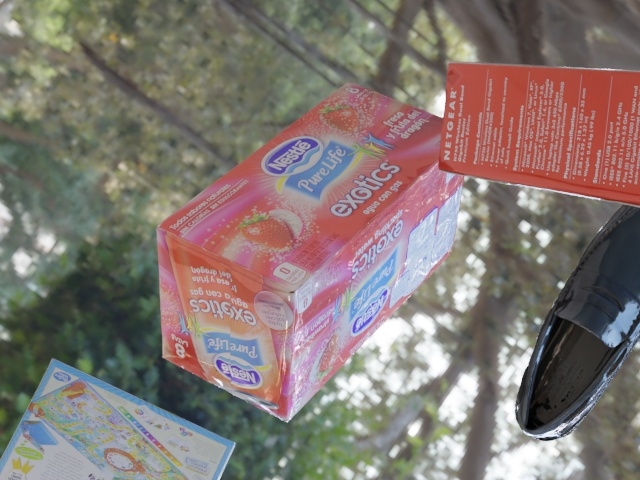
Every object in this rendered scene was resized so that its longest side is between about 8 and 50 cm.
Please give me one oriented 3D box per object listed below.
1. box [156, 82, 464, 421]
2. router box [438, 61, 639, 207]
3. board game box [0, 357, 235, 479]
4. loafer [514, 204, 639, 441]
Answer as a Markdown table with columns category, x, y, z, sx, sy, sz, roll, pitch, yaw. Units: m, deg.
| category | x | y | z | sx | sy | sz | roll | pitch | yaw |
| --- | --- | --- | --- | --- | --- | --- | --- | --- | --- |
| box | 0.000 | 0.000 | 1.138 | 0.300 | 0.142 | 0.154 | -42 | 146 | -42 |
| router box | 0.305 | -0.067 | 0.863 | 0.301 | 0.336 | 0.082 | 16 | -76 | 58 |
| board game box | -0.155 | 0.168 | 0.952 | 0.026 | 0.154 | 0.103 | 105 | 10 | -75 |
| loafer | 0.223 | 0.062 | 1.005 | 0.223 | 0.076 | 0.078 | -63 | 163 | 10 |
